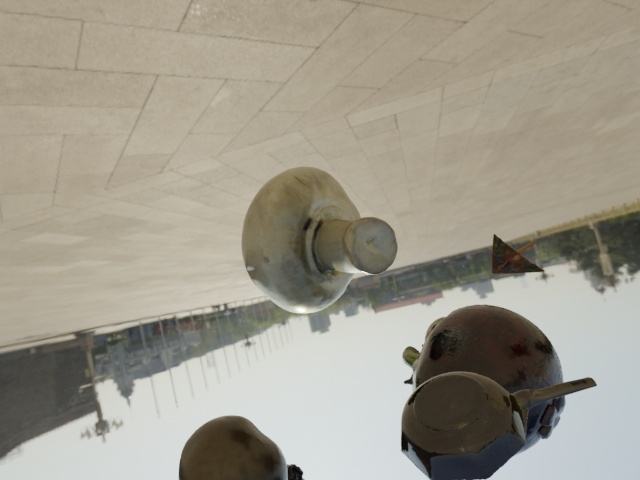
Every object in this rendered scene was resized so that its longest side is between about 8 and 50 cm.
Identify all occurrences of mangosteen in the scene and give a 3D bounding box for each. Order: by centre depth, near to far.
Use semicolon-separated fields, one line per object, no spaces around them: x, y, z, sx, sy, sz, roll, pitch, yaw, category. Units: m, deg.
0.303;0.273;0.955;0.360;0.305;0.306;20;-162;38;mangosteen

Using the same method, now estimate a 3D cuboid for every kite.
0.561;0.047;1.354;0.159;0.190;0.010;-38;140;-6;kite

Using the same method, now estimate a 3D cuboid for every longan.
-0.170;0.446;0.886;0.198;0.212;0.198;-33;176;-3;longan

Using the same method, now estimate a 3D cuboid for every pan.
0.174;0.167;0.503;0.202;0.048;0.128;-30;-158;-19;pan

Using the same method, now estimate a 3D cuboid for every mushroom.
-0.033;0.005;0.974;0.316;0.314;0.356;-14;-172;4;mushroom

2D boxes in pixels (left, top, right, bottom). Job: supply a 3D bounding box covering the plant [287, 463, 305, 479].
-0.047;0.619;1.086;0.275;0.146;0.149;0;140;41;plant
